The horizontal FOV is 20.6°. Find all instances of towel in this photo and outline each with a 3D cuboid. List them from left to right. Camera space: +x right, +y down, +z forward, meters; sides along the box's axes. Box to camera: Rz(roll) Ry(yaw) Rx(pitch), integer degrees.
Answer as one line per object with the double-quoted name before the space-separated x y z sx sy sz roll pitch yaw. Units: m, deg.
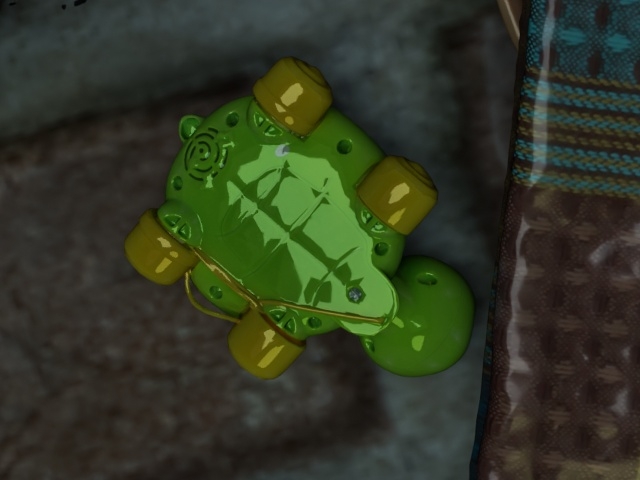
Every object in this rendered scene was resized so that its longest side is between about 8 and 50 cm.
"towel" 0.239 0.026 0.568 0.370 0.040 0.271 5 101 -1

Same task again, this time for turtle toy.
"turtle toy" 0.000 0.000 0.623 0.130 0.066 0.095 43 103 1

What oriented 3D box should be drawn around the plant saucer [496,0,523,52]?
"plant saucer" 0.156 -0.112 0.594 0.200 0.037 0.200 2 100 10
